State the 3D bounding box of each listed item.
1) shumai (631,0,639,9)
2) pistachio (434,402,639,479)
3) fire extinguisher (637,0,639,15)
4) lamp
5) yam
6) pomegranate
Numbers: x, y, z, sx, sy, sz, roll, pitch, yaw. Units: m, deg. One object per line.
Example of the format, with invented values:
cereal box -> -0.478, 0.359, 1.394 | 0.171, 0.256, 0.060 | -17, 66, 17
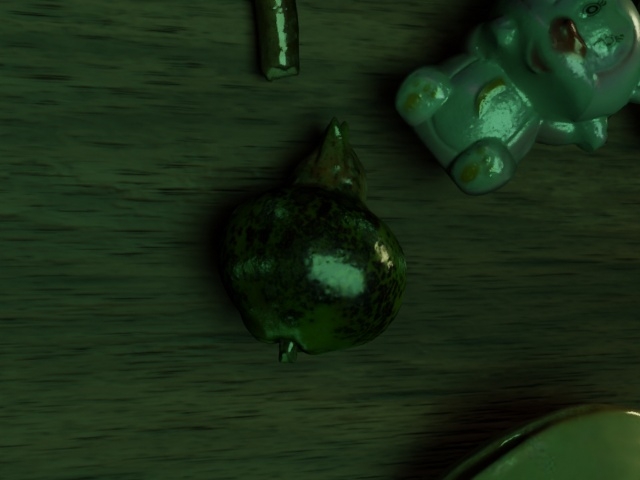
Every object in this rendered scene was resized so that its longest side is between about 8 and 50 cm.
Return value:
shumai -> 0.410, -0.392, 1.538 | 0.225, 0.222, 0.261 | -6, 108, -26
pistachio -> 0.297, 0.396, 1.637 | 0.445, 0.281, 0.365 | -37, 123, 2
fire extinguisher -> 0.506, -0.193, 1.624 | 0.106, 0.147, 0.337 | -68, 152, -26
lamp -> 0.260, -0.200, 1.519 | 0.301, 0.247, 0.247 | -39, 82, 9
yam -> -0.055, -0.306, 1.432 | 0.056, 0.057, 0.241 | -9, 104, -23
pomegranate -> -0.014, 0.002, 1.464 | 0.204, 0.277, 0.222 | -32, 142, 25
